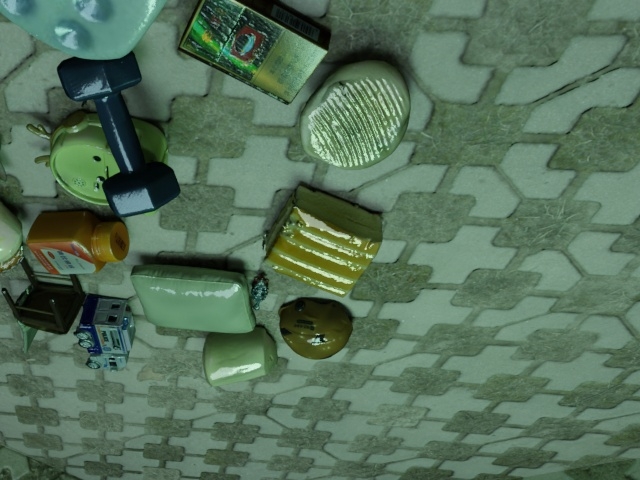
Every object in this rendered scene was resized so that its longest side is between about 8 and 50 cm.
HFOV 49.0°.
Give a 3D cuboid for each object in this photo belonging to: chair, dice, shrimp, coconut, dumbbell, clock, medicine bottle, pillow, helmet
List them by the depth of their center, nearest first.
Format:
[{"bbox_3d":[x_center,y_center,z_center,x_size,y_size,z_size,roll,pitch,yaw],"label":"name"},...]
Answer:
[{"bbox_3d":[-0.345,-0.461,1.063,0.264,0.263,0.268,31,135,-26],"label":"dice"},{"bbox_3d":[-0.394,-0.212,1.384,0.160,0.144,0.325,-10,114,9],"label":"dumbbell"},{"bbox_3d":[-0.500,-0.176,1.572,0.308,0.096,0.235,11,141,-3],"label":"clock"},{"bbox_3d":[-0.853,-0.028,1.762,0.170,0.171,0.183,-14,140,25],"label":"coconut"},{"bbox_3d":[-0.616,0.006,1.802,0.222,0.112,0.149,-2,140,13],"label":"medicine bottle"},{"bbox_3d":[-0.883,-0.001,1.895,0.147,0.035,0.195,-18,116,11],"label":"shrimp"},{"bbox_3d":[-0.347,0.165,1.943,0.322,0.120,0.255,6,141,8],"label":"pillow"},{"bbox_3d":[-0.021,0.266,2.005,0.224,0.130,0.198,-3,136,16],"label":"helmet"},{"bbox_3d":[-0.795,0.204,2.046,0.186,0.160,0.319,8,138,3],"label":"chair"}]

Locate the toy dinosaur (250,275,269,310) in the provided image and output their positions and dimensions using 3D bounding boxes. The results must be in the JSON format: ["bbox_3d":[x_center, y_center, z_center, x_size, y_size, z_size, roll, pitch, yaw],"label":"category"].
[{"bbox_3d":[-0.168,0.145,1.940,0.049,0.055,0.154,8,139,-5],"label":"toy dinosaur"}]

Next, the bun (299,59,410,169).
[{"bbox_3d":[0.068,-0.247,1.369,0.237,0.116,0.210,-33,125,21],"label":"bun"}]

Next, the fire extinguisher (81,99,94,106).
[{"bbox_3d":[-0.454,-0.308,1.462,0.100,0.032,0.046,-23,166,33],"label":"fire extinguisher"}]

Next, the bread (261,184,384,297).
[{"bbox_3d":[0.000,0.000,1.687,0.246,0.111,0.239,21,137,-11],"label":"bread"}]

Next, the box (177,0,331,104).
[{"bbox_3d":[-0.120,-0.368,1.289,0.240,0.071,0.159,24,141,-18],"label":"box"}]

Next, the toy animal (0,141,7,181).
[{"bbox_3d":[-0.791,-0.228,1.578,0.108,0.138,0.236,-51,149,5],"label":"toy animal"}]

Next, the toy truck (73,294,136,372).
[{"bbox_3d":[-0.647,0.292,2.153,0.155,0.124,0.268,3,140,-2],"label":"toy truck"}]

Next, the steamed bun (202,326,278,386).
[{"bbox_3d":[-0.246,0.343,2.136,0.225,0.170,0.200,-10,172,-2],"label":"steamed bun"}]
